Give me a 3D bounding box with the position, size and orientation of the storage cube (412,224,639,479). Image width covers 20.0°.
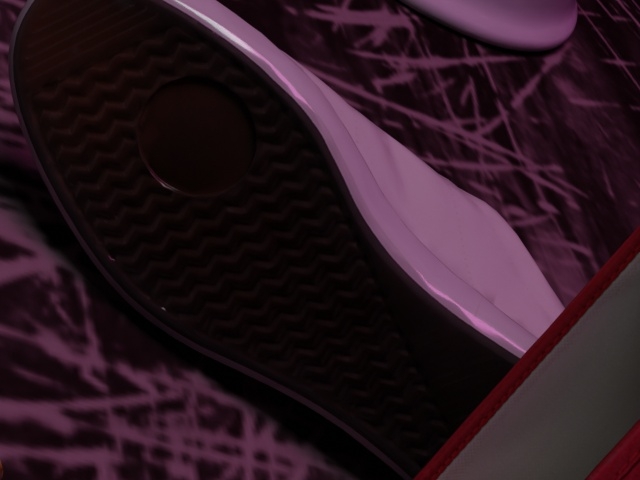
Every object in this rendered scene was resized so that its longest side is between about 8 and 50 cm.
[{"bbox_3d":[0.135,0.120,0.566,0.193,0.215,0.183,38,13,-3],"label":"storage cube"}]

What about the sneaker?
[{"bbox_3d":[0.000,0.000,0.714,0.290,0.106,0.123,44,18,-10],"label":"sneaker"}]

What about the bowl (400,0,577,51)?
[{"bbox_3d":[0.081,-0.267,1.135,0.298,0.134,0.298,30,29,-19],"label":"bowl"}]

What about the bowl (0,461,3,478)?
[{"bbox_3d":[-0.165,0.053,0.410,0.170,0.170,0.080,30,69,-19],"label":"bowl"}]
